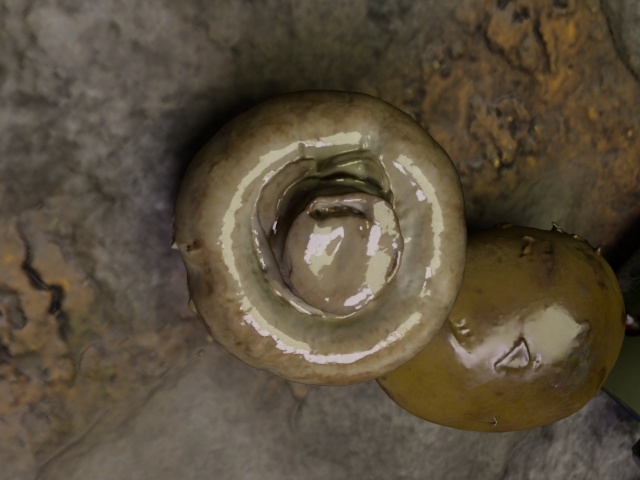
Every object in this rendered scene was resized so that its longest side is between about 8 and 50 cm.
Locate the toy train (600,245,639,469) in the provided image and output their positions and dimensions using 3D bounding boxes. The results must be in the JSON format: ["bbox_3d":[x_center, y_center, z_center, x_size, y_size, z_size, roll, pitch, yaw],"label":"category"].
[{"bbox_3d":[0.326,0.047,0.736,0.299,0.131,0.202,-48,126,0],"label":"toy train"}]

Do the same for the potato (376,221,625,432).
[{"bbox_3d":[0.117,0.056,0.637,0.176,0.137,0.137,-20,117,-16],"label":"potato"}]

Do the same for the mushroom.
[{"bbox_3d":[0.000,0.000,0.540,0.166,0.127,0.166,0,96,1],"label":"mushroom"}]
